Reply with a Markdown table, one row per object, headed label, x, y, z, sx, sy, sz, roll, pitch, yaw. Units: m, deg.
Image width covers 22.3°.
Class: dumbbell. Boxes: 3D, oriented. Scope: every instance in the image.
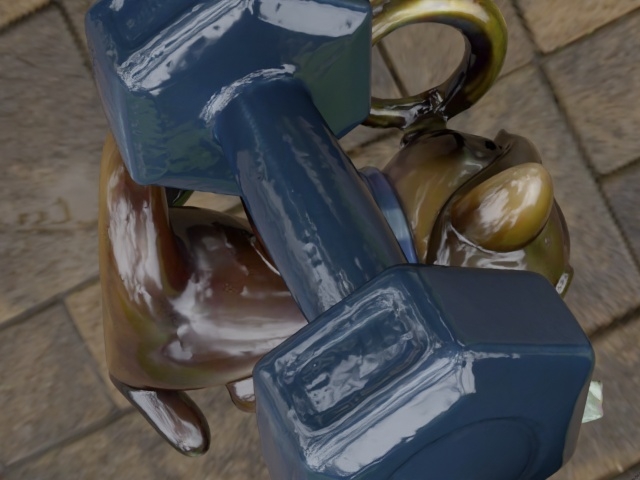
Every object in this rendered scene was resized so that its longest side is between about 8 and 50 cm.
| label | x | y | z | sx | sy | sz | roll | pitch | yaw |
| --- | --- | --- | --- | --- | --- | --- | --- | --- | --- |
| dumbbell | -0.001 | -0.009 | 0.790 | 0.144 | 0.160 | 0.325 | -57 | 44 | 35 |

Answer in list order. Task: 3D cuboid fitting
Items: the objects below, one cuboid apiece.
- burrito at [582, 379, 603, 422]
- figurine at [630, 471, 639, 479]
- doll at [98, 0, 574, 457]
| label | x | y | z | sx | sy | sz | roll | pitch | yaw |
| --- | --- | --- | --- | --- | --- | --- | --- | --- | --- |
| burrito | 0.086 | 0.197 | 1.232 | 0.309 | 0.096 | 0.066 | -46 | 134 | 11 |
| figurine | 0.211 | 0.159 | 0.703 | 0.332 | 0.185 | 0.204 | -24 | 130 | 12 |
| doll | -0.001 | -0.002 | 1.124 | 0.339 | 0.209 | 0.318 | -8 | 121 | 4 |
